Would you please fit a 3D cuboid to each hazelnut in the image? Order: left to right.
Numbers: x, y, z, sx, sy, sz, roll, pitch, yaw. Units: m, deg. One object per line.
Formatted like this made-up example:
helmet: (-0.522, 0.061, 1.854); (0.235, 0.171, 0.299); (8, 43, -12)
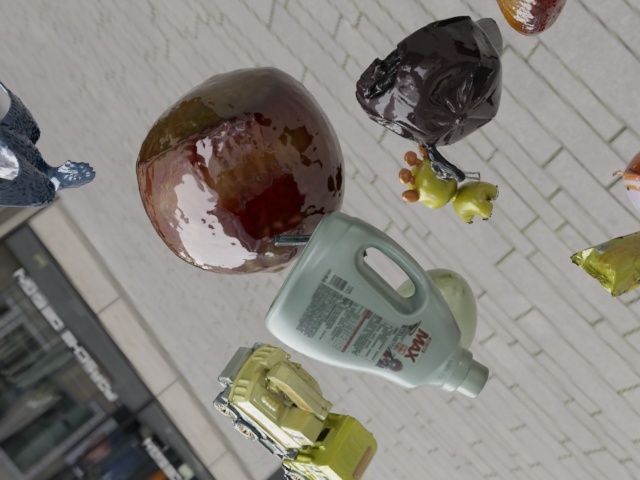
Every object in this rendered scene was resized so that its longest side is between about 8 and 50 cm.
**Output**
hazelnut: (-0.155, -0.127, 1.769); (0.421, 0.421, 0.353); (50, 178, 1)

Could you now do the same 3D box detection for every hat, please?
hat: (0.245, -0.243, 1.518); (0.209, 0.336, 0.238); (52, 133, 20)

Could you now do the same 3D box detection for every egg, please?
egg: (0.257, 0.180, 2.067); (0.218, 0.218, 0.295); (42, 137, 25)

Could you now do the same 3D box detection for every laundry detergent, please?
laundry detergent: (0.126, 0.143, 1.591); (0.398, 0.264, 0.124); (30, -169, -2)

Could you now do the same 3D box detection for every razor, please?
razor: (0.002, -0.003, 1.668); (0.033, 0.190, 0.066); (128, 135, -52)

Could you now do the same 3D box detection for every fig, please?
fig: (0.323, -0.391, 1.397); (0.153, 0.119, 0.119); (53, 167, 43)

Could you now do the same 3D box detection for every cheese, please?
cheese: (0.644, -0.096, 1.574); (0.217, 0.129, 0.329); (12, -173, -5)

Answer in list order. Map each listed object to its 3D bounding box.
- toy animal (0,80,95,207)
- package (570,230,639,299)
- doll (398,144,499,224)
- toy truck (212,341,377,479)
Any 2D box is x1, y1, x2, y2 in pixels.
toy animal: (-0.442, -0.135, 1.291); (0.255, 0.176, 0.239); (82, 166, -62)
package: (0.692, 0.045, 1.978); (0.168, 0.226, 0.090); (-123, 19, -51)
doll: (0.268, -0.118, 1.956); (0.221, 0.143, 0.135); (28, 164, -18)
toy truck: (-0.027, 0.271, 1.345); (0.157, 0.124, 0.272); (-6, 131, 52)
